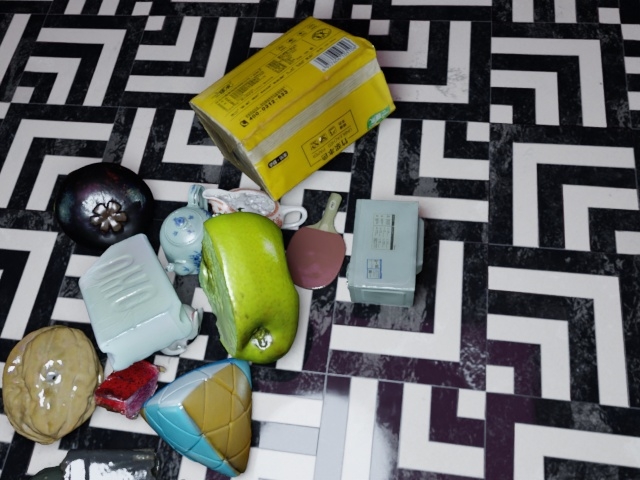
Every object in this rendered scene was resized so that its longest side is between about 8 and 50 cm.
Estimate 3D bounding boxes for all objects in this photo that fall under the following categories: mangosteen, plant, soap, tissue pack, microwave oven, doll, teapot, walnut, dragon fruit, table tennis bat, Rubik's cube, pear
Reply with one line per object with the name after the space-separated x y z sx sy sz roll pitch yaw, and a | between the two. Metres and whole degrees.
-0.511 -0.084 1.360 0.242 0.243 0.243 -3 66 6 | mangosteen
-0.443 0.478 1.122 0.256 0.164 0.142 -10 68 -14 | plant
-0.397 0.118 1.207 0.172 0.095 0.289 -26 42 -16 | soap
-0.067 -0.319 1.369 0.382 0.228 0.293 -38 49 -12 | tissue pack
0.143 0.029 1.269 0.162 0.122 0.208 4 67 8 | microwave oven
-0.346 0.198 1.259 0.180 0.110 0.107 -10 94 -3 | doll
-0.153 -0.060 1.347 0.245 0.116 0.159 -1 29 -18 | teapot
-0.554 0.294 1.198 0.198 0.198 0.245 -7 66 4 | walnut
-0.301 -0.018 1.330 0.159 0.159 0.232 6 67 10 | teapot
-0.408 0.326 1.224 0.102 0.096 0.147 12 27 16 | dragon fruit
0.000 0.000 1.358 0.138 0.022 0.247 16 71 13 | table tennis bat
-0.271 0.338 1.128 0.254 0.254 0.254 -3 66 6 | Rubik's cube
-0.133 0.111 1.198 0.176 0.286 0.282 -14 63 -21 | pear

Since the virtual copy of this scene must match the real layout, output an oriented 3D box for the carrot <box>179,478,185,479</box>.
-0.302 0.552 1.114 0.082 0.082 0.173 35 81 19 | carrot
